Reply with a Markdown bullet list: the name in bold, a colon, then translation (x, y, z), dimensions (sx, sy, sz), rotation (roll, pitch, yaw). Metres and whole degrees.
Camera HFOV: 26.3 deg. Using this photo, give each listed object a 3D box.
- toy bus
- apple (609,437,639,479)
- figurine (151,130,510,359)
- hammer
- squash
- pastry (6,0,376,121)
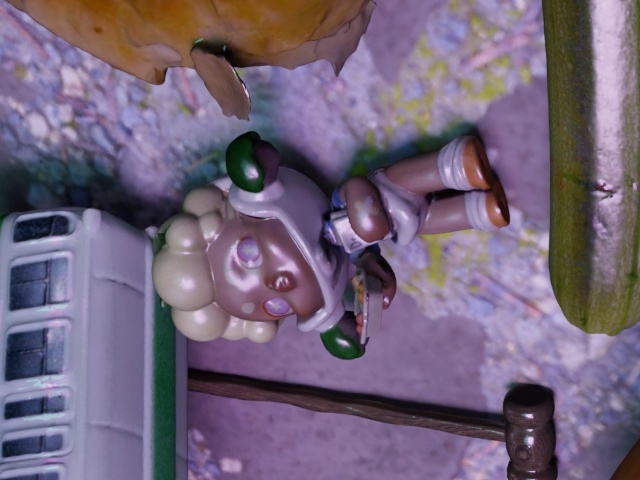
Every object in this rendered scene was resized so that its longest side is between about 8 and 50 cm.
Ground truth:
- **toy bus**: translation (-0.157, 0.122, 0.766), dimensions (0.165, 0.276, 0.133), rotation (-14, 154, 21)
- **apple**: translation (0.235, 0.165, 0.620), dimensions (0.242, 0.242, 0.241), rotation (39, 132, 2)
- **figurine**: translation (-0.001, 0.001, 0.732), dimensions (0.197, 0.093, 0.147), rotation (-12, 121, 29)
- **hammer**: translation (0.000, 0.100, 0.828), dimensions (0.292, 0.029, 0.058), rotation (6, 116, 25)
- **squash**: translation (0.137, -0.061, 0.652), dimensions (0.066, 0.066, 0.229), rotation (7, 119, 22)
- **pastry**: translation (-0.083, -0.229, 0.622), dimensions (0.329, 0.136, 0.329), rotation (12, 122, 20)
